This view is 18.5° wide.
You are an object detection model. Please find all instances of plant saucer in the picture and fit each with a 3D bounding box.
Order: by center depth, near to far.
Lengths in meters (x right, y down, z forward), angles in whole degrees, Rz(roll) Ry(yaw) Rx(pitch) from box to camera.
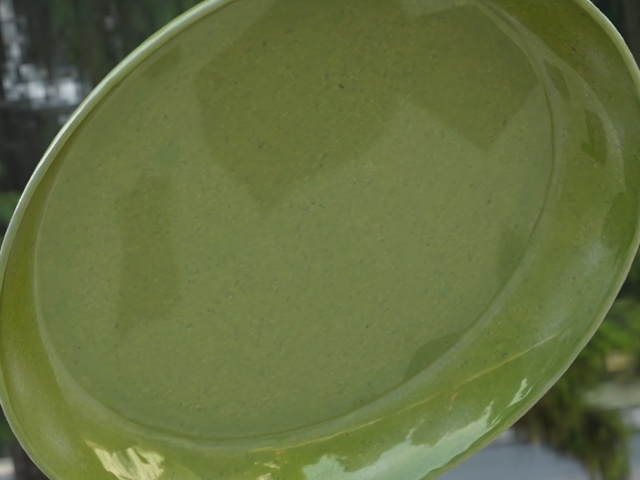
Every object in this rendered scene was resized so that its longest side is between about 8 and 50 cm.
[{"bbox_3d":[0.000,0.000,0.668,0.241,0.241,0.037,-8,38,-24],"label":"plant saucer"}]
